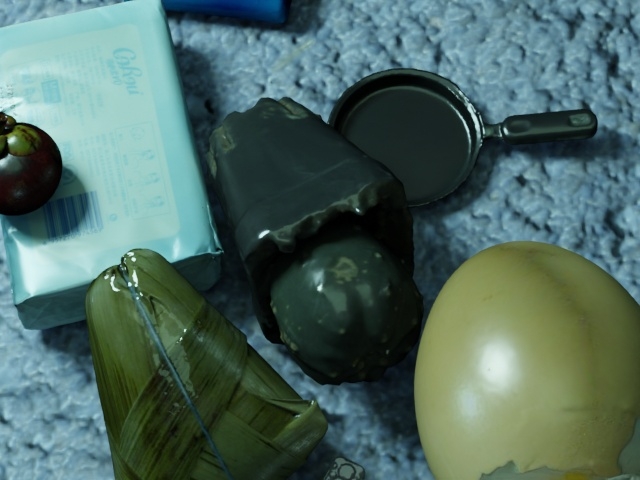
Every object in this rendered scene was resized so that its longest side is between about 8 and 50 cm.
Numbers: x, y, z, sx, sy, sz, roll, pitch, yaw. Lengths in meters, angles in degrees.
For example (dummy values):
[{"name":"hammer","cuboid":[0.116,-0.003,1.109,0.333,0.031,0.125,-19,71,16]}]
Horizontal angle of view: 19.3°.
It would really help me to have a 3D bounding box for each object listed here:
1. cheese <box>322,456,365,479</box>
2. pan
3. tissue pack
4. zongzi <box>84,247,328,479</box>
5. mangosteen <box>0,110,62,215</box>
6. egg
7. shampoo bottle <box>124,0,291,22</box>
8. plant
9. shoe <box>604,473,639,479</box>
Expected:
[{"name":"cheese","cuboid":[-0.018,0.256,1.483,0.097,0.037,0.192,24,68,12]},{"name":"pan","cuboid":[0.122,-0.089,1.636,0.235,0.028,0.136,-3,66,5]},{"name":"tissue pack","cuboid":[-0.192,-0.067,1.612,0.177,0.089,0.263,-13,63,-4]},{"name":"zongzi","cuboid":[-0.148,0.153,1.479,0.242,0.112,0.221,-43,91,-12]},{"name":"mangosteen","cuboid":[-0.250,-0.059,1.522,0.081,0.081,0.081,-1,66,2]},{"name":"egg","cuboid":[0.168,0.110,1.450,0.201,0.201,0.244,-12,57,-3]},{"name":"shampoo bottle","cuboid":[-0.114,-0.247,1.707,0.183,0.050,0.087,7,69,6]},{"name":"plant","cuboid":[0.000,0.000,1.534,0.142,0.164,0.256,-21,58,-8]},{"name":"shoe","cuboid":[0.264,0.310,1.376,0.351,0.198,0.172,44,54,-15]}]
